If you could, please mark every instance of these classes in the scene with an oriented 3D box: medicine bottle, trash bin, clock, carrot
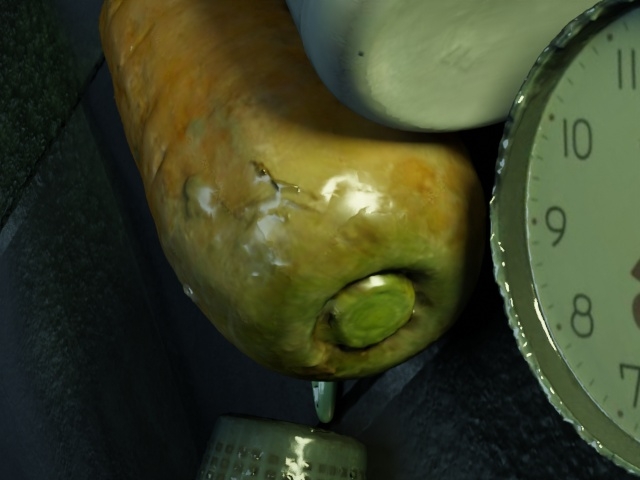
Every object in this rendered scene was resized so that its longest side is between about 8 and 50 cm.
[{"bbox_3d":[0.067,-0.251,1.115,0.245,0.245,0.306,-52,49,40],"label":"medicine bottle"},{"bbox_3d":[-0.033,0.219,1.324,0.175,0.175,0.161,2,77,55],"label":"trash bin"},{"bbox_3d":[0.225,-0.001,0.998,0.312,0.061,0.313,13,107,48],"label":"clock"},{"bbox_3d":[-0.023,-0.066,1.260,0.224,0.224,0.341,-60,40,33],"label":"carrot"}]

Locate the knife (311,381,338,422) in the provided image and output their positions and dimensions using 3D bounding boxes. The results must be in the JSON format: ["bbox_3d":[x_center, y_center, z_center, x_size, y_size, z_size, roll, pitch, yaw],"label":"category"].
[{"bbox_3d":[-0.002,0.000,1.396,0.043,0.020,0.293,-6,82,51],"label":"knife"}]
